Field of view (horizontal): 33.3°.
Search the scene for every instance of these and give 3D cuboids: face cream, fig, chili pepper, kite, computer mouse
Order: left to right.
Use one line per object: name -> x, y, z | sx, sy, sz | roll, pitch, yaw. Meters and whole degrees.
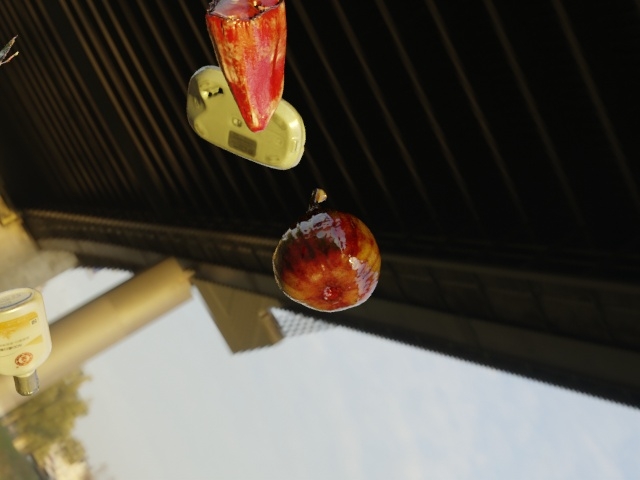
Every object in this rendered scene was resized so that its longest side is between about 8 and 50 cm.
kite -> -0.647, -0.326, 2.080 | 0.183, 0.241, 0.014 | -25, -58, 31
face cream -> -0.654, 0.227, 2.317 | 0.071, 0.144, 0.291 | 53, -30, 38
computer mouse -> -0.173, -0.287, 2.487 | 0.331, 0.095, 0.197 | 28, -48, 19
chili pepper -> -0.118, -0.315, 1.887 | 0.144, 0.136, 0.252 | -100, -178, -54
fig -> 0.000, 0.000, 2.210 | 0.321, 0.217, 0.217 | -106, -179, -52
